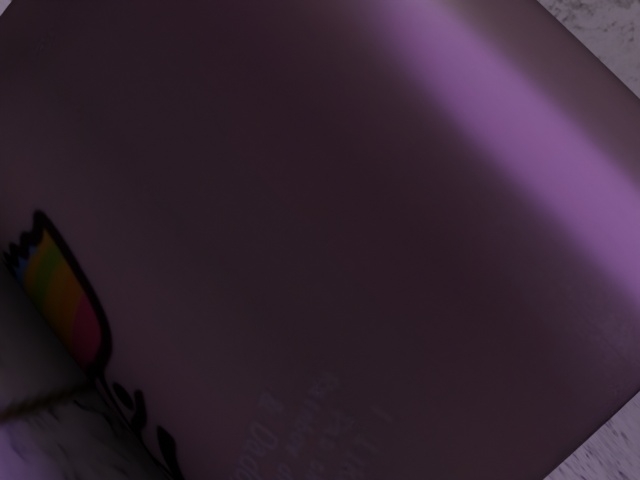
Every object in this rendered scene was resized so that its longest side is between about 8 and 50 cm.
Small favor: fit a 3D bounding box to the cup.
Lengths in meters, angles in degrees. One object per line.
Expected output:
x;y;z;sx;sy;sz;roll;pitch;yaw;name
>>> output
0.000;0.000;0.523;0.200;0.191;0.253;48;-16;8;cup
